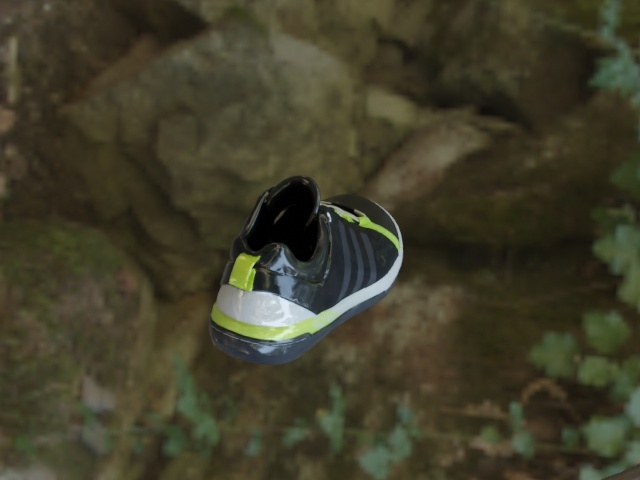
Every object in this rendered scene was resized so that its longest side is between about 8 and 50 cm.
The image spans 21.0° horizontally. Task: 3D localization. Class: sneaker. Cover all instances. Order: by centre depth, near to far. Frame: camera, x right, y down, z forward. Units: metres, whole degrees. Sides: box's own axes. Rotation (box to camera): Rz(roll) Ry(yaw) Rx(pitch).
[{"bbox_3d":[0.000,0.000,1.147,0.234,0.084,0.097,-47,146,-60],"label":"sneaker"}]

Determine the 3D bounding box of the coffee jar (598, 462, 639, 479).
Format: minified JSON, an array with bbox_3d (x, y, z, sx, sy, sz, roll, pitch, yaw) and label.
[{"bbox_3d":[0.133,0.137,0.440,0.184,0.079,0.096,67,12,6],"label":"coffee jar"}]
